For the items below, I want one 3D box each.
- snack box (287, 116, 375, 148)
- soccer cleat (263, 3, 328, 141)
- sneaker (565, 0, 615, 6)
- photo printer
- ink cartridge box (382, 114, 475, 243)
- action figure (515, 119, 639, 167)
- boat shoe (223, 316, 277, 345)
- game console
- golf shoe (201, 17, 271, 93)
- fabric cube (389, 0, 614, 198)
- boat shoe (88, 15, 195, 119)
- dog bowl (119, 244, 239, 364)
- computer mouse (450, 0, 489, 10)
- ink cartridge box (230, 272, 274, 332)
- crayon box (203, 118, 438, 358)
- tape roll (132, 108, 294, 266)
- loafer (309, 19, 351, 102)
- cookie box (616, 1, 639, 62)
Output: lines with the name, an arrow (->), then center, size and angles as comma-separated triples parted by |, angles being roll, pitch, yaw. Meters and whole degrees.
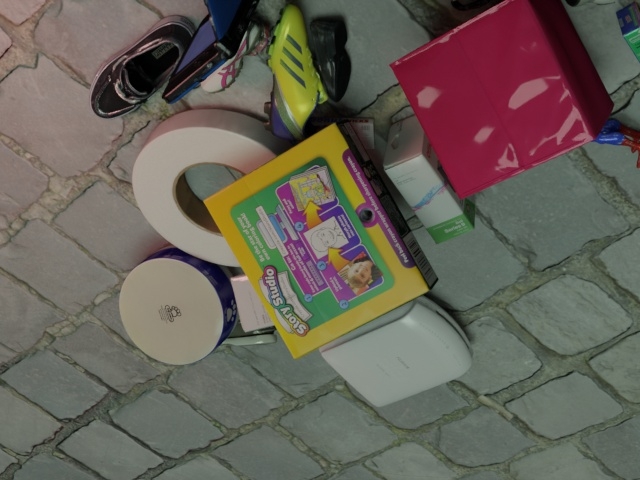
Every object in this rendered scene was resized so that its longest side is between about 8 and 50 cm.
snack box -> 0.020, -0.217, 1.908 | 0.178, 0.022, 0.064 | 2, 134, 9
soccer cleat -> -0.040, -0.312, 1.784 | 0.121, 0.093, 0.289 | 12, 133, 7
sneaker -> 0.486, -0.532, 1.489 | 0.146, 0.122, 0.330 | -4, 132, -9
photo printer -> 0.189, 0.256, 2.239 | 0.307, 0.107, 0.256 | -27, 122, 30
ink cartridge box -> 0.218, -0.125, 1.861 | 0.093, 0.154, 0.212 | -23, 123, 28
action figure -> 0.466, -0.191, 1.794 | 0.280, 0.091, 0.139 | 23, 123, -10
boat shoe -> -0.248, 0.213, 2.300 | 0.305, 0.091, 0.109 | -5, 172, 21
game console -> -0.200, -0.416, 1.593 | 0.250, 0.293, 0.173 | -31, 118, 33
golf shoe -> -0.179, -0.352, 1.782 | 0.086, 0.067, 0.186 | 9, 138, -44
fabric cube -> 0.312, -0.262, 1.604 | 0.259, 0.254, 0.258 | -25, 99, 30
boat shoe -> -0.358, -0.315, 1.841 | 0.301, 0.102, 0.108 | -30, 120, 31
dog bowl -> -0.324, 0.148, 2.179 | 0.265, 0.104, 0.264 | 5, 108, 15
computer mouse -> 0.290, -0.447, 1.581 | 0.071, 0.041, 0.242 | 47, 149, -6
ink cartridge box -> -0.005, 0.091, 2.040 | 0.306, 0.226, 0.131 | -13, 91, 22
crayon box -> 0.000, 0.000, 1.834 | 0.313, 0.106, 0.363 | -29, 92, 20
tape roll -> -0.203, -0.103, 2.009 | 0.392, 0.072, 0.392 | 7, 134, 8
loafer -> 0.017, -0.341, 1.783 | 0.061, 0.062, 0.170 | 18, 133, 26
cookie box -> 0.560, -0.345, 1.640 | 0.040, 0.092, 0.107 | -29, 121, 28
